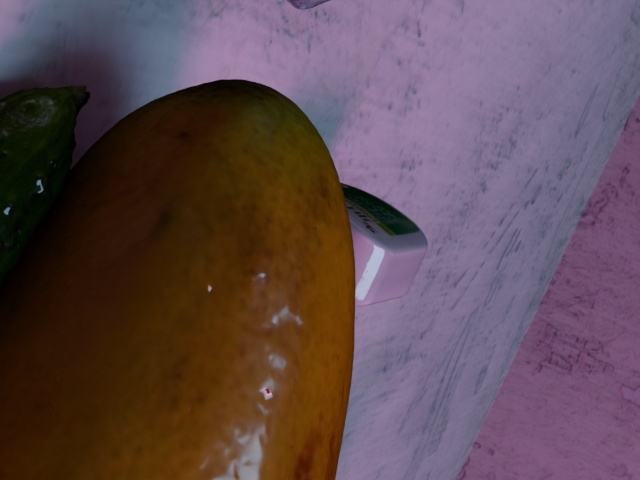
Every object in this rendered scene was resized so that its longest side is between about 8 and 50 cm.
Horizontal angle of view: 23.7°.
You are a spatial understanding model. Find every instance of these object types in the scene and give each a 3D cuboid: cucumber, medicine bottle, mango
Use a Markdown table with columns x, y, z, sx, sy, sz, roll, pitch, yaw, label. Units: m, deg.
| x | y | z | sx | sy | sz | roll | pitch | yaw | label |
| --- | --- | --- | --- | --- | --- | --- | --- | --- | --- |
| -0.169 | 0.007 | 0.676 | 0.227 | 0.069 | 0.069 | -58 | 164 | -33 | cucumber |
| 0.000 | 0.000 | 1.089 | 0.069 | 0.119 | 0.183 | -64 | 162 | 13 | medicine bottle |
| -0.093 | 0.099 | 0.780 | 0.264 | 0.221 | 0.378 | 10 | 100 | -77 | mango |

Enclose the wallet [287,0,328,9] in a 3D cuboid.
| x | y | z | sx | sy | sz | roll | pitch | yaw | label |
| --- | --- | --- | --- | --- | --- | --- | --- | --- | --- |
| 0.073 | -0.299 | 0.825 | 0.237 | 0.075 | 0.342 | -27 | 147 | -20 | wallet |
